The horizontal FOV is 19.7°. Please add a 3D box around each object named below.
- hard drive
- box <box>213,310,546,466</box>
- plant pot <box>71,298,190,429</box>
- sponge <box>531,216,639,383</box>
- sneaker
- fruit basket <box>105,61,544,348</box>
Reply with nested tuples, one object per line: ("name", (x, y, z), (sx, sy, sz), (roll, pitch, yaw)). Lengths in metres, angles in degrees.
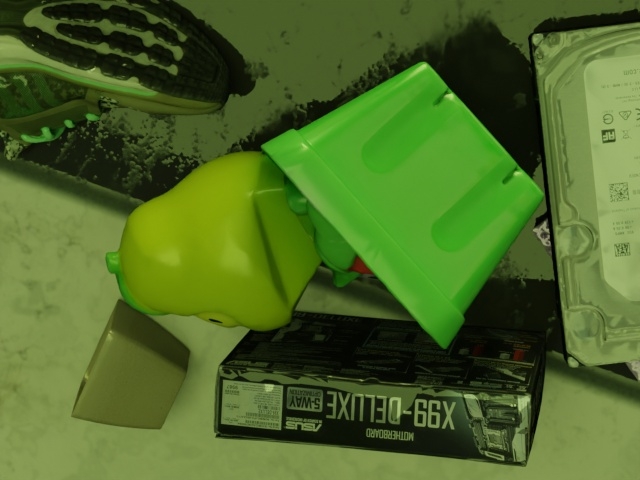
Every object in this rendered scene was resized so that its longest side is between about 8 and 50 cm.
("hard drive", (0.341, -0.053, 1.831), (0.237, 0.064, 0.338), (-6, 97, 3))
("box", (0.067, 0.142, 1.858), (0.308, 0.242, 0.076), (4, 102, 9))
("plant pot", (-0.199, 0.143, 1.985), (0.096, 0.109, 0.109), (23, 105, -8))
("sponge", (0.324, 0.039, 1.897), (0.117, 0.031, 0.210), (-35, 93, 15))
("sneaker", (-0.294, -0.167, 1.943), (0.410, 0.158, 0.182), (9, 134, 7))
("fruit basket", (0.000, 0.000, 1.776), (0.392, 0.392, 0.283), (-41, 92, 15))
